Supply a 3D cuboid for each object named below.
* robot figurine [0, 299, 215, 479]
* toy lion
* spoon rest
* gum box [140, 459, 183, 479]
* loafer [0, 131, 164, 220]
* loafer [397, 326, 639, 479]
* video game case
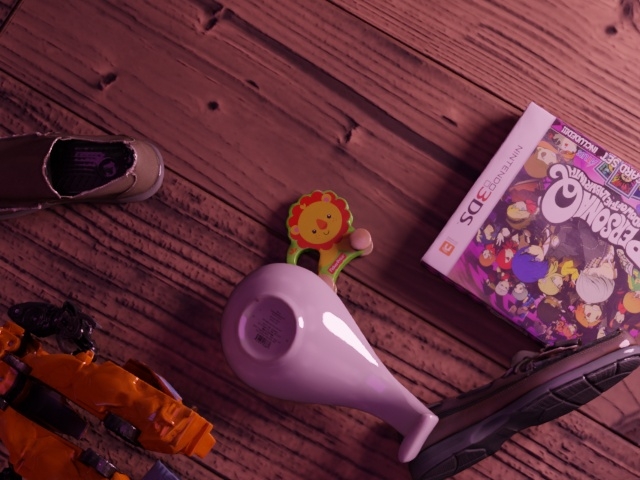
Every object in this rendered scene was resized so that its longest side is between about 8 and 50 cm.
[{"bbox_3d":[-0.254,0.181,1.686,0.291,0.085,0.211,25,76,36],"label":"robot figurine"},{"bbox_3d":[0.000,0.000,1.788,0.096,0.034,0.100,37,82,16],"label":"toy lion"},{"bbox_3d":[0.009,0.129,1.725,0.276,0.084,0.137,36,98,27],"label":"spoon rest"},{"bbox_3d":[-0.183,0.319,1.666,0.041,0.157,0.184,44,81,-23],"label":"gum box"},{"bbox_3d":[-0.294,-0.079,1.783,0.251,0.087,0.094,-7,78,0],"label":"loafer"},{"bbox_3d":[0.193,0.148,1.700,0.267,0.096,0.084,-31,64,12],"label":"loafer"},{"bbox_3d":[0.257,0.002,1.770,0.232,0.042,0.210,35,83,8],"label":"video game case"}]
